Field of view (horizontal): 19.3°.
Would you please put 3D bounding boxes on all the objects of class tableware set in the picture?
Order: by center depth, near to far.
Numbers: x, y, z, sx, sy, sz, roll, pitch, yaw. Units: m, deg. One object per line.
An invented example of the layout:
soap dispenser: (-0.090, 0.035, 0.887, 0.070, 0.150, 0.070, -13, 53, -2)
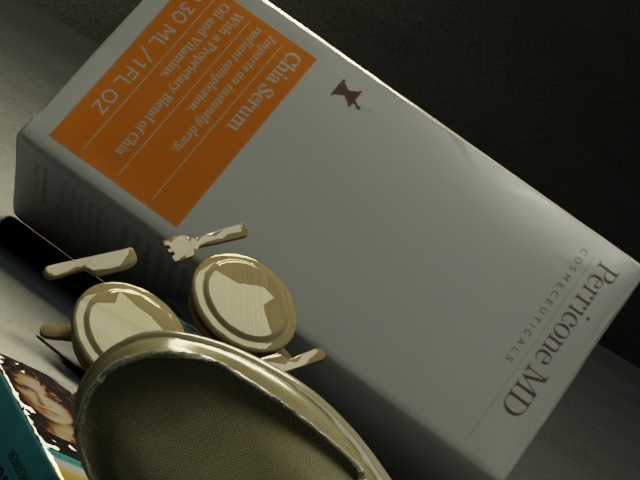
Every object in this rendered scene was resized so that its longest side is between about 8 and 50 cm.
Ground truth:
tableware set: (-0.098, 0.063, 1.331, 0.194, 0.039, 0.128, -14, 64, -44)

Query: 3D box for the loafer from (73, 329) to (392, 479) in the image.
loafer: (-0.006, 0.133, 0.807, 0.268, 0.102, 0.092, 39, 2, 16)

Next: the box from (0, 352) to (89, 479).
box: (-0.105, 0.148, 0.905, 0.100, 0.060, 0.244, 30, 9, -34)

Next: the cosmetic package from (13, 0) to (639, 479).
cosmetic package: (0.000, 0.000, 1.515, 0.453, 0.230, 0.161, 35, -24, 5)

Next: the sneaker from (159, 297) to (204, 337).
sneaker: (-0.109, 0.081, 1.407, 0.058, 0.052, 0.135, 16, 11, -35)
